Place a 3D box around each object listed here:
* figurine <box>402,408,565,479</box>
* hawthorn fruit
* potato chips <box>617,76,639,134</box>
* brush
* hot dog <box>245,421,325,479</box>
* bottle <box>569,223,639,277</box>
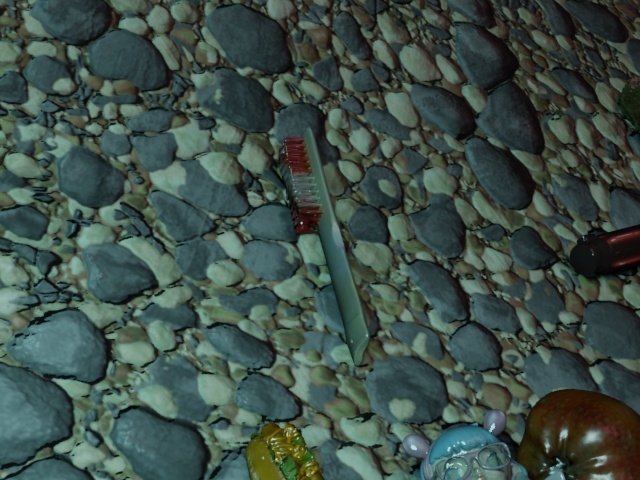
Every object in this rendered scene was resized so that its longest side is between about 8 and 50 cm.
[{"bbox_3d":[0.154,0.304,1.262,0.205,0.103,0.260,-21,58,-1],"label":"figurine"},{"bbox_3d":[0.307,0.234,1.379,0.203,0.162,0.162,1,48,-53],"label":"hawthorn fruit"},{"bbox_3d":[0.564,-0.168,2.009,0.220,0.029,0.202,31,44,-3],"label":"potato chips"},{"bbox_3d":[0.000,0.000,1.480,0.050,0.060,0.321,-2,50,-17],"label":"brush"},{"bbox_3d":[-0.012,0.256,1.222,0.072,0.055,0.188,-10,55,-39],"label":"hot dog"},{"bbox_3d":[0.400,0.011,1.710,0.164,0.060,0.060,-12,57,-39],"label":"bottle"}]
